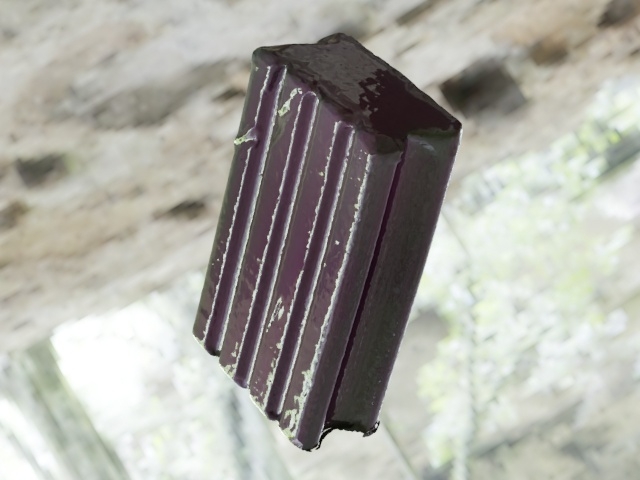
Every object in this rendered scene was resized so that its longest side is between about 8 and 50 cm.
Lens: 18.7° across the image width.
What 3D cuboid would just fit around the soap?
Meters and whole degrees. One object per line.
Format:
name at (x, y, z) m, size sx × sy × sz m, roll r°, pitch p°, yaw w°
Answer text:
soap at (0.000, 0.000, 1.071) m, size 0.065 × 0.122 × 0.203 m, roll -12°, pitch -50°, yaw -37°
